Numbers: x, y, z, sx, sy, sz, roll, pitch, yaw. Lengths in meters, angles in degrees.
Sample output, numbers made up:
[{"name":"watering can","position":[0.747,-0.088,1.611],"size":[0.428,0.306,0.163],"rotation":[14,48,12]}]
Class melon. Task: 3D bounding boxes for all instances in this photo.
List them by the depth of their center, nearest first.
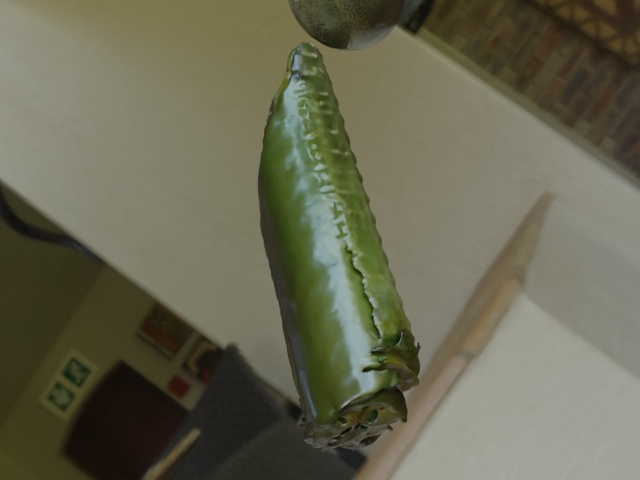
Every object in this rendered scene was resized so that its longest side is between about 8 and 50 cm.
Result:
[{"name":"melon","position":[0.022,-0.209,0.930],"size":[0.098,0.098,0.131],"rotation":[-54,-22,-2]}]

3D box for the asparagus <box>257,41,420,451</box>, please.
[{"name":"asparagus","position":[0.000,0.000,1.032],"size":[0.108,0.381,0.128],"rotation":[-1,-28,-27]}]
